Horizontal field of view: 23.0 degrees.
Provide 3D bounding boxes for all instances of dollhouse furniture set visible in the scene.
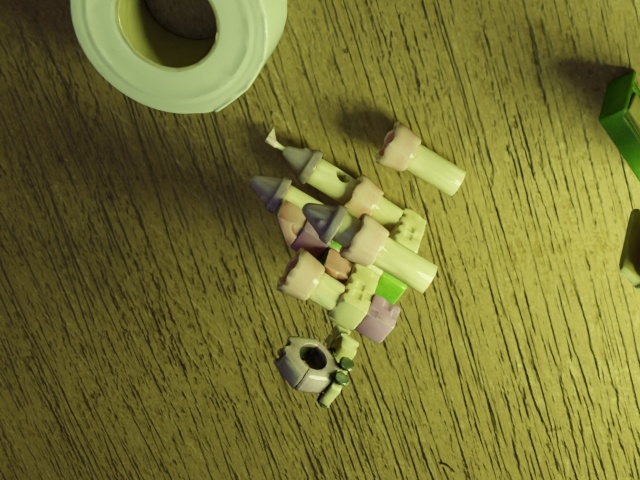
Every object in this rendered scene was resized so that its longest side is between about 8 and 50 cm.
[{"bbox_3d":[0.456,-0.098,1.942,0.197,0.301,0.151,-21,116,31],"label":"dollhouse furniture set"}]

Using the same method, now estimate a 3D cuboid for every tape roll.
[{"bbox_3d":[-0.191,-0.316,2.135,0.286,0.100,0.286,8,124,12],"label":"tape roll"}]

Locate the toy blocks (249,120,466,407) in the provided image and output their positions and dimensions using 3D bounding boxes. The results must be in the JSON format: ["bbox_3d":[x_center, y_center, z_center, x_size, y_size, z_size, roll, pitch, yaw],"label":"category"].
[{"bbox_3d":[0.000,0.000,2.171,0.260,0.289,0.309,30,129,-7],"label":"toy blocks"}]
